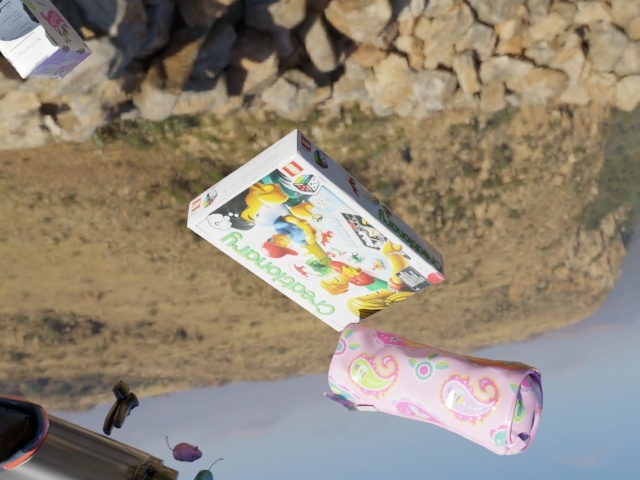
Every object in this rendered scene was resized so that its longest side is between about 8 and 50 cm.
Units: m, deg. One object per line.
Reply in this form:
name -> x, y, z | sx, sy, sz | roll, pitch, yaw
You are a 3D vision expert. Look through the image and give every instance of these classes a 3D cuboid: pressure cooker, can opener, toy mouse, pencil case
pressure cooker -> -0.419, 0.504, 1.361 | 0.420, 0.376, 0.370 | 22, -174, -1
can opener -> -0.427, 0.361, 1.700 | 0.059, 0.073, 0.186 | -41, -167, 8
toy mouse -> -0.265, 0.471, 1.672 | 0.143, 0.161, 0.031 | -11, 158, -22
pencil case -> 0.144, 0.193, 1.066 | 0.284, 0.124, 0.124 | 9, -178, 33

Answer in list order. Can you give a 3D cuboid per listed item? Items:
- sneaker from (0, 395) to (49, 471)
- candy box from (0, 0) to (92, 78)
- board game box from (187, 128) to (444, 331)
sneaker -> -0.526, 0.258, 1.052 | 0.350, 0.131, 0.148 | -4, 163, -39
candy box -> -0.433, -0.327, 1.151 | 0.070, 0.196, 0.165 | -37, -171, 6
board game box -> 0.000, 0.000, 1.085 | 0.193, 0.053, 0.305 | -31, 129, 30
